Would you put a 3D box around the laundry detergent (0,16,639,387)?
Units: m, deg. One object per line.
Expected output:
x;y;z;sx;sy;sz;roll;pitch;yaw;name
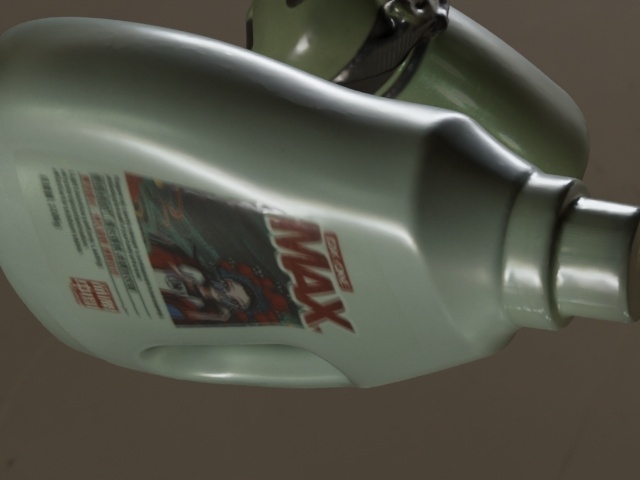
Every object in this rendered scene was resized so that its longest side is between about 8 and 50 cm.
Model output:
0.000;0.000;1.165;0.398;0.264;0.124;8;-134;24;laundry detergent

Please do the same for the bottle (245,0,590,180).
0.076;-0.131;1.688;0.347;0.168;0.168;34;-135;-41;bottle
